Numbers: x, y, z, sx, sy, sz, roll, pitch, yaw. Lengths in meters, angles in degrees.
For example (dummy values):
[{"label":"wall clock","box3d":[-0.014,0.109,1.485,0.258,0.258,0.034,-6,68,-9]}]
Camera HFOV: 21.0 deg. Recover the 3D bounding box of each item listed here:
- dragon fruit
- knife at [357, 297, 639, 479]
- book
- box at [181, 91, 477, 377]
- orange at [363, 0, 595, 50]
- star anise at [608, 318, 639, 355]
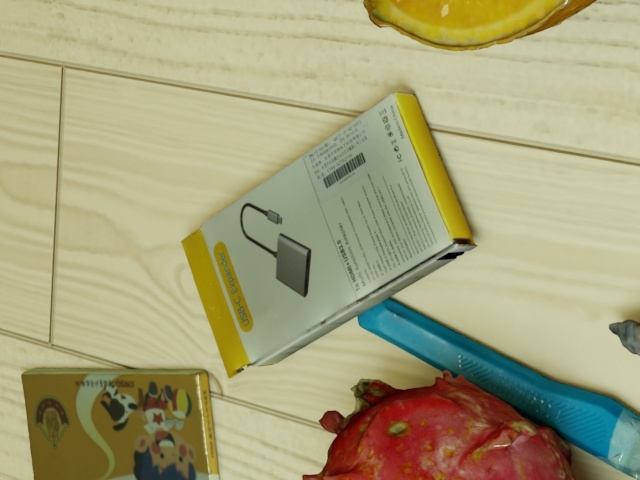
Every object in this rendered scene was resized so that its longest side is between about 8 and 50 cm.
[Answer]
[{"label":"dragon fruit","box3d":[0.085,0.191,1.185,0.210,0.205,0.268,-61,39,27]},{"label":"knife","box3d":[0.143,0.102,1.237,0.296,0.026,0.044,28,110,33]},{"label":"book","box3d":[-0.163,0.256,1.485,0.208,0.020,0.295,-3,95,36]},{"label":"box","box3d":[0.000,0.000,1.311,0.247,0.033,0.129,-32,72,36]},{"label":"orange","box3d":[0.135,-0.286,1.048,0.274,0.274,0.310,37,151,26]},{"label":"star anise","box3d":[0.288,0.075,1.101,0.172,0.063,0.208,-44,71,28]}]
